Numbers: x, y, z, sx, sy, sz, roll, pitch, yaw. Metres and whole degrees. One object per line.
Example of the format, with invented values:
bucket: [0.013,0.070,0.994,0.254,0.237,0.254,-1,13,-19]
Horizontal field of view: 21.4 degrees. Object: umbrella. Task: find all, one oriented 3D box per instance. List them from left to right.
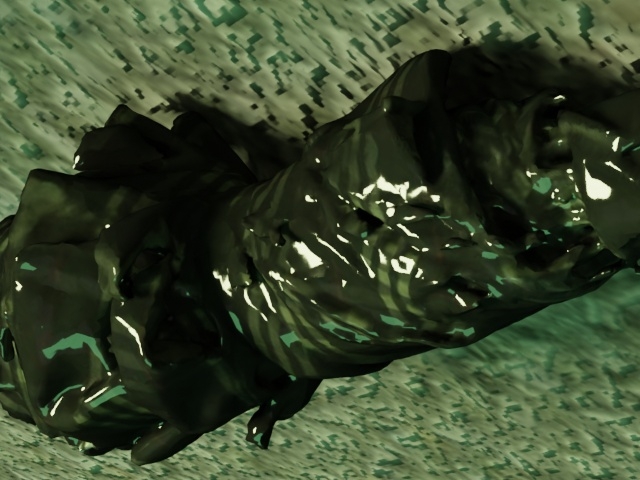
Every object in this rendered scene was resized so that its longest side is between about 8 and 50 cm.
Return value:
umbrella: [-0.010,-0.005,0.605,0.154,0.128,0.337,20,151,-31]
